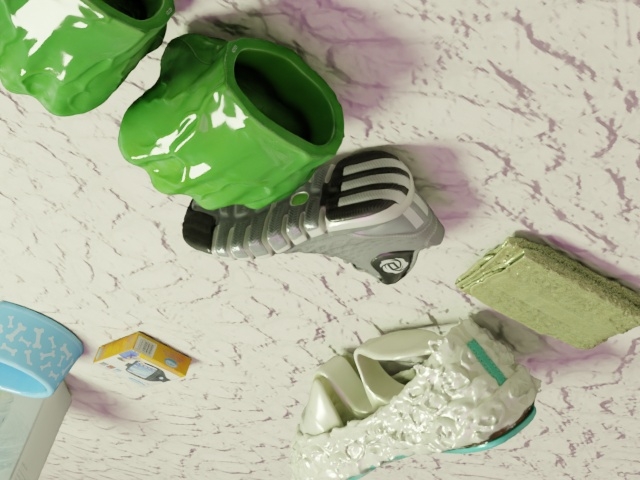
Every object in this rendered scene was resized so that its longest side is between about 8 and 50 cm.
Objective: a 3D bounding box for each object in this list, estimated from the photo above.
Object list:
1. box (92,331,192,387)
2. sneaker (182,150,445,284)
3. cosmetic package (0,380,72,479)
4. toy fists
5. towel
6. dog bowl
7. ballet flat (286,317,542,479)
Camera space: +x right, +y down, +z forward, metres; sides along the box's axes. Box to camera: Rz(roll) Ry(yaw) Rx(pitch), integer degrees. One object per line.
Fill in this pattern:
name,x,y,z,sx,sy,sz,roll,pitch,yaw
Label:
box,-0.231,0.155,1.476,0.081,0.028,0.136,30,150,-24
sneaker,0.000,0.000,0.967,0.229,0.086,0.132,-5,148,37
cosmetic package,-0.509,0.274,1.659,0.224,0.224,0.138,15,151,6
toy fists,-0.119,-0.118,0.804,0.279,0.096,0.142,34,140,-26
towel,0.200,0.046,0.992,0.148,0.027,0.110,26,152,-13
dog bowl,-0.464,0.130,1.524,0.297,0.074,0.166,15,154,8
ballet flat,0.069,0.166,1.230,0.147,0.147,0.409,29,149,-21
